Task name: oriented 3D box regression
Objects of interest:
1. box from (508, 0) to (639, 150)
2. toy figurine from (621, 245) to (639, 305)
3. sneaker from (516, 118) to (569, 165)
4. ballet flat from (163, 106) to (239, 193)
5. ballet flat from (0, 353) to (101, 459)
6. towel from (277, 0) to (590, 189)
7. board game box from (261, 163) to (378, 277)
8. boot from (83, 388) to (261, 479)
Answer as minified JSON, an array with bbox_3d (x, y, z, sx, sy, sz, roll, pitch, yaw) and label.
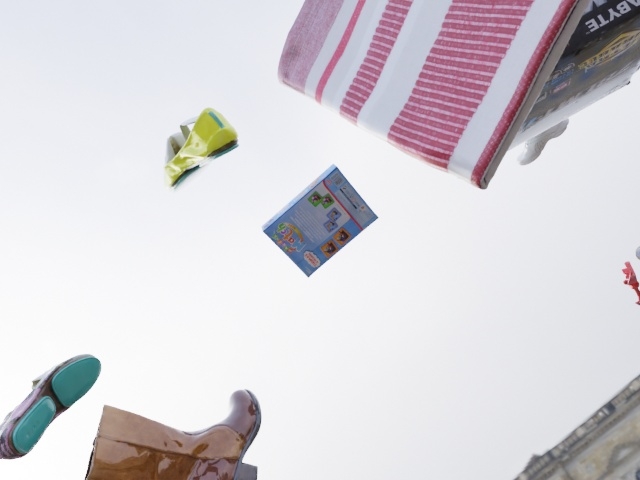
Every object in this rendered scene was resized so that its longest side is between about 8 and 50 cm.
[{"bbox_3d":[0.291,-0.208,0.684,0.295,0.074,0.293,-28,-15,15],"label":"box"},{"bbox_3d":[0.782,0.109,0.918,0.362,0.217,0.191,-15,-51,22],"label":"toy figurine"},{"bbox_3d":[0.500,-0.239,1.175,0.061,0.054,0.152,23,-43,-9],"label":"sneaker"},{"bbox_3d":[-0.198,-0.140,0.781,0.077,0.230,0.077,-41,-77,-34],"label":"ballet flat"},{"bbox_3d":[-0.444,0.256,0.808,0.079,0.222,0.077,-10,-68,14],"label":"ballet flat"},{"bbox_3d":[0.084,-0.222,0.495,0.037,0.329,0.237,6,-65,-42],"label":"towel"},{"bbox_3d":[0.000,-0.041,1.120,0.211,0.039,0.160,-41,-64,4],"label":"board game box"},{"bbox_3d":[-0.254,0.348,0.908,0.280,0.264,0.096,19,-56,-15],"label":"boot"}]
